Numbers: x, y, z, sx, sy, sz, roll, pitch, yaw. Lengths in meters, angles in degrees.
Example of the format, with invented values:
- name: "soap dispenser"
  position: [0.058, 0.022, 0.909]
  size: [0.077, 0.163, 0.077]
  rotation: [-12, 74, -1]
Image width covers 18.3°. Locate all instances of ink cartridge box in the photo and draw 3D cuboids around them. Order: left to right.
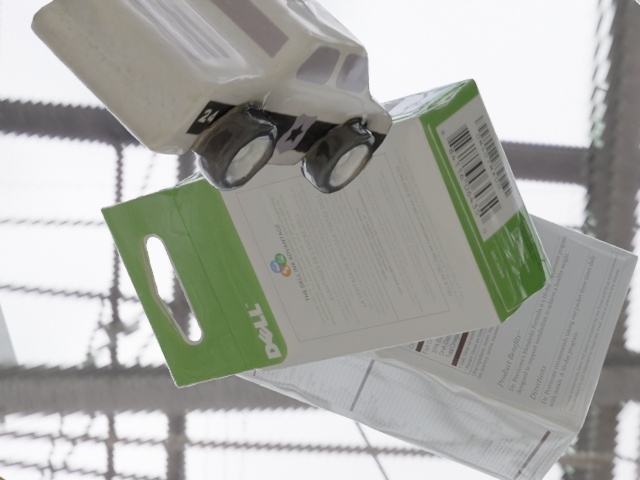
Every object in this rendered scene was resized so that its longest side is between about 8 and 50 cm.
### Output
- name: "ink cartridge box"
  position: [0.000, 0.000, 0.996]
  size: [0.062, 0.209, 0.109]
  rotation: [-37, -72, -51]

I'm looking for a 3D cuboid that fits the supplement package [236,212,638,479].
- name: "supplement package"
  position: [0.062, 0.045, 1.308]
  size: [0.244, 0.139, 0.134]
  rotation: [22, -116, 1]

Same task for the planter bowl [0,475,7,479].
- name: "planter bowl"
  position: [-0.135, 0.130, 0.411]
  size: [0.217, 0.090, 0.217]
  rotation: [7, -53, 10]

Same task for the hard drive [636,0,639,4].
- name: "hard drive"
  position: [0.205, -0.191, 1.102]
  size: [0.233, 0.353, 0.047]
  rotation: [1, -52, -38]

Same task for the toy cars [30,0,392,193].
- name: "toy cars"
  position: [-0.108, -0.129, 0.783]
  size: [0.394, 0.176, 0.087]
  rotation: [29, -71, -27]
